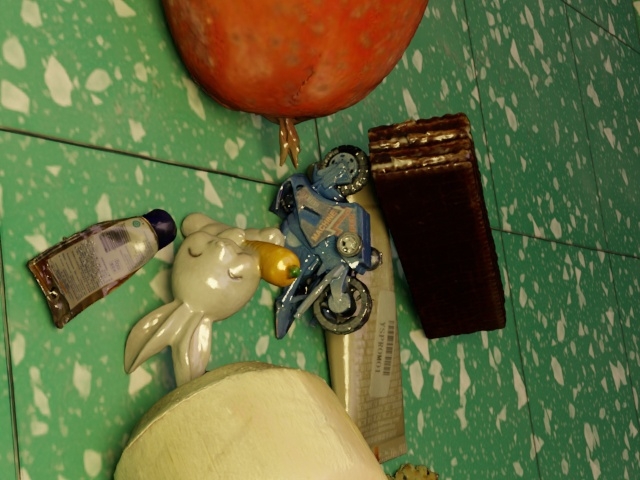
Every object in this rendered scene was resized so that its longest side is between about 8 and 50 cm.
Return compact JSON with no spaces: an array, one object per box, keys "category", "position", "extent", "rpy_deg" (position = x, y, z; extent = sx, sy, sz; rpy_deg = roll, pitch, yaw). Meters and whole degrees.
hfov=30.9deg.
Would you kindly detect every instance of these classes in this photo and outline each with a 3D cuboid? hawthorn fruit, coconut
[{"category":"hawthorn fruit","position":[-0.028,-0.220,1.128],"extent":[0.276,0.276,0.307],"rpy_deg":[-24,127,-59]},{"category":"coconut","position":[-0.048,0.222,0.919],"extent":[0.224,0.224,0.234],"rpy_deg":[19,35,-54]}]

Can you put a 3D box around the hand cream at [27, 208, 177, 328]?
[{"category":"hand cream","position":[-0.183,0.016,0.981],"extent":[0.163,0.039,0.062],"rpy_deg":[-35,110,-51]}]

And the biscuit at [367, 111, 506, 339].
[{"category":"biscuit","position":[0.142,-0.001,1.325],"extent":[0.388,0.107,0.073],"rpy_deg":[66,19,-56]}]

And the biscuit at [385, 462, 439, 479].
[{"category":"biscuit","position":[0.097,0.345,1.319],"extent":[0.144,0.016,0.203],"rpy_deg":[37,49,-47]}]

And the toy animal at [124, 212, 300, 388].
[{"category":"toy animal","position":[-0.088,0.050,1.030],"extent":[0.181,0.131,0.127],"rpy_deg":[-63,168,-65]}]

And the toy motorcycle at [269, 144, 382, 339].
[{"category":"toy motorcycle","position":[0.000,0.000,1.209],"extent":[0.076,0.114,0.205],"rpy_deg":[35,53,-67]}]

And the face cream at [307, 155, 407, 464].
[{"category":"face cream","position":[0.044,0.080,1.287],"extent":[0.137,0.084,0.341],"rpy_deg":[-5,88,-57]}]
